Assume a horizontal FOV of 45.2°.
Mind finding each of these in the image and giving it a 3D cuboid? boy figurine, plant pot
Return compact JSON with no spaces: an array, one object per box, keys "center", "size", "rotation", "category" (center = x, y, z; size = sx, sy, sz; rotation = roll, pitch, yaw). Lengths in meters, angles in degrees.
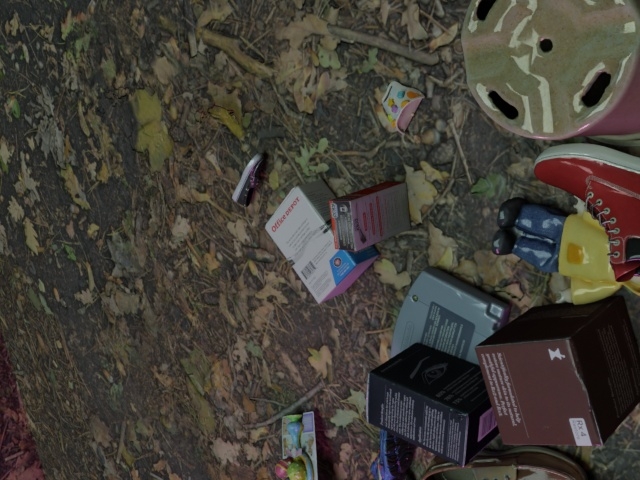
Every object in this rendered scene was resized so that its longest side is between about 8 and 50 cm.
[{"center":[0.412,0.025,1.192],"size":[0.285,0.092,0.177],"rotation":[24,111,37],"category":"boy figurine"},{"center":[0.353,-0.263,0.995],"size":[0.333,0.305,0.334],"rotation":[15,114,37],"category":"plant pot"}]

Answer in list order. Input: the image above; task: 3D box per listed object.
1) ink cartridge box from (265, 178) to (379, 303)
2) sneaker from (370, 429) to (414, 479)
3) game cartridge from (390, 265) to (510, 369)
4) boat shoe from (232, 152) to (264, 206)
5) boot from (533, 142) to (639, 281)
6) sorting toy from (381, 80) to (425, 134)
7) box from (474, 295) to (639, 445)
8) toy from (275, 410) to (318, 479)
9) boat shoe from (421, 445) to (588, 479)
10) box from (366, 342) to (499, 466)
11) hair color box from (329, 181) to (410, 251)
[{"center":[0.000,0.000,1.559],"size":[0.203,0.085,0.148],"rotation":[55,133,14],"category":"ink cartridge box"},{"center":[0.140,0.462,1.602],"size":[0.087,0.083,0.221],"rotation":[14,110,48],"category":"sneaker"},{"center":[0.229,0.205,1.448],"size":[0.198,0.062,0.297],"rotation":[31,124,35],"category":"game cartridge"},{"center":[-0.150,-0.132,1.682],"size":[0.040,0.049,0.142],"rotation":[36,130,4],"category":"boat shoe"},{"center":[0.404,-0.037,1.107],"size":[0.244,0.088,0.176],"rotation":[19,72,30],"category":"boot"},{"center":[0.138,-0.247,1.388],"size":[0.075,0.044,0.083],"rotation":[58,136,37],"category":"sorting toy"},{"center":[0.381,0.202,1.204],"size":[0.167,0.203,0.169],"rotation":[-13,95,44],"category":"box"},{"center":[-0.064,0.515,1.751],"size":[0.136,0.056,0.238],"rotation":[-25,59,51],"category":"toy"},{"center":[0.326,0.447,1.399],"size":[0.324,0.116,0.123],"rotation":[-13,96,44],"category":"boat shoe"},{"center":[0.206,0.282,1.356],"size":[0.207,0.153,0.108],"rotation":[17,116,38],"category":"box"},{"center":[0.093,-0.047,1.403],"size":[0.053,0.167,0.093],"rotation":[4,107,41],"category":"hair color box"}]
